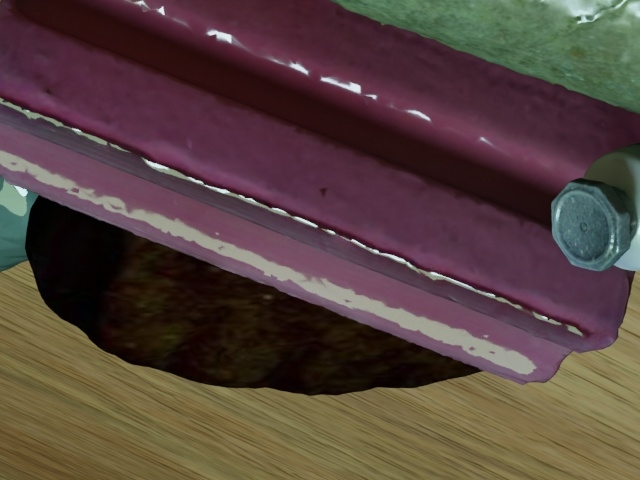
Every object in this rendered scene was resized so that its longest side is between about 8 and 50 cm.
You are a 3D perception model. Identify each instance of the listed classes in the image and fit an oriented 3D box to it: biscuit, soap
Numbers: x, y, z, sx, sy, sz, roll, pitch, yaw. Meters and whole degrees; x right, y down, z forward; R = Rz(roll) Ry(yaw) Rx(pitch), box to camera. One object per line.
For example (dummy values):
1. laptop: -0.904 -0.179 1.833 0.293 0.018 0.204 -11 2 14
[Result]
1. biscuit: 0.000 0.000 1.198 0.407 0.091 0.407 1 154 1
2. soap: 0.011 -0.092 0.944 0.360 0.233 0.128 22 158 -3

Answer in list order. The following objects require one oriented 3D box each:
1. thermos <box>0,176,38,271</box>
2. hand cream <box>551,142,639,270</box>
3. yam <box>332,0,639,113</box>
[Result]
1. thermos: -0.217 -0.058 1.307 0.182 0.145 0.286 0 169 -39
2. hand cream: 0.228 -0.038 0.890 0.095 0.276 0.059 29 125 41
3. yam: 0.153 -0.146 0.815 0.304 0.168 0.168 19 155 5
